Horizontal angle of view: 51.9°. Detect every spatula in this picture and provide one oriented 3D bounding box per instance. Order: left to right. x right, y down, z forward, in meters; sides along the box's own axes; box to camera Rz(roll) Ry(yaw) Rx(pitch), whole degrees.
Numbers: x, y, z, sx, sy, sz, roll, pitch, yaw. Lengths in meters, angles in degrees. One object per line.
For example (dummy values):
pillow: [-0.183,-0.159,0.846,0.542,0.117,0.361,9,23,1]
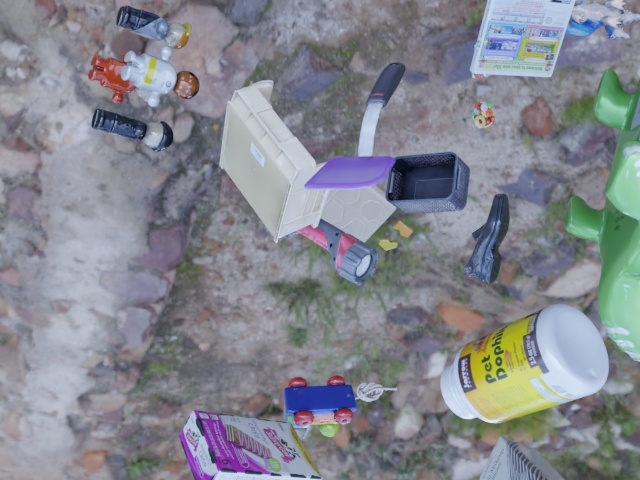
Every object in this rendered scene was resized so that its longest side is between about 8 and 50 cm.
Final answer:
spatula: [0.062,-0.140,0.772,0.084,0.297,0.030,2,133,21]

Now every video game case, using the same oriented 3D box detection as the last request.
video game case: [0.430,-0.446,1.392,0.212,0.023,0.194,-4,121,-24]

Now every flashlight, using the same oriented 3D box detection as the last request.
flashlight: [0.000,0.000,1.627,0.103,0.304,0.103,-22,132,-45]

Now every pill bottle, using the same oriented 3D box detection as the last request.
pill bottle: [0.260,0.172,0.877,0.117,0.117,0.215,20,144,-24]

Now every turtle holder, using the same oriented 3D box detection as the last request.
turtle holder: [0.348,-0.044,0.548,0.227,0.321,0.243,14,151,11]

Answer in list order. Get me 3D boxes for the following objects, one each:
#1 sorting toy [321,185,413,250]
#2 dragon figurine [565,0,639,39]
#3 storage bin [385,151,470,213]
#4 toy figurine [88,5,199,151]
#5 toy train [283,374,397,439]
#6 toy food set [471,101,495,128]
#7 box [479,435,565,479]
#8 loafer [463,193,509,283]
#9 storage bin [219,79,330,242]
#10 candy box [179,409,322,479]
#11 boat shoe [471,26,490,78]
sorting toy: [0.138,-0.070,2.151,0.307,0.041,0.229,37,105,-17]
dragon figurine: [0.663,-0.563,1.646,0.288,0.085,0.144,10,-176,4]
storage bin: [0.259,-0.138,1.592,0.180,0.122,0.084,-1,163,35]
toy figurine: [-0.317,-0.294,1.202,0.148,0.213,0.209,13,136,-37]
toy train: [0.036,0.378,1.444,0.247,0.105,0.144,1,132,-14]
toy food set: [0.508,-0.394,2.051,0.083,0.083,0.020,-15,-176,-18]
box: [0.396,0.476,1.217,0.094,0.275,0.113,24,92,-7]
loafer: [0.311,-0.007,1.233,0.061,0.170,0.062,15,-175,33]
storage bin: [-0.102,-0.179,1.480,0.123,0.262,0.260,-25,156,-28]
candy box: [-0.130,0.407,1.234,0.233,0.159,0.071,20,107,-36]
boat shoe: [0.392,-0.461,1.594,0.049,0.137,0.043,4,179,-38]
